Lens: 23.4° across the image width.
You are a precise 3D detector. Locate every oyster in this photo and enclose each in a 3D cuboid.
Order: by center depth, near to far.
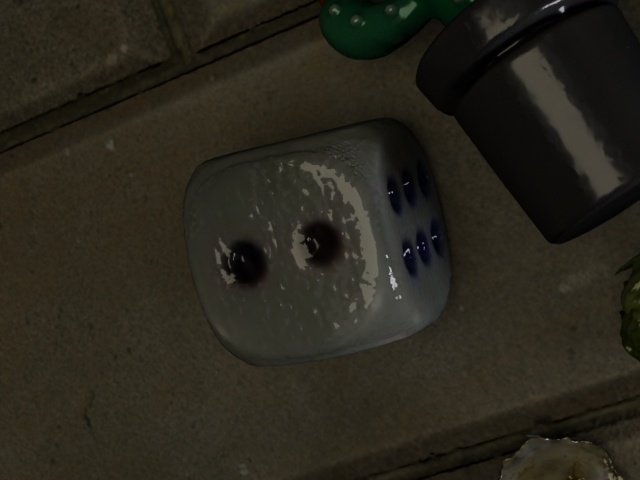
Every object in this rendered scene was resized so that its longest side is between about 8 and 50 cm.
[{"bbox_3d":[0.179,0.278,1.423,0.233,0.107,0.161,-32,82,3],"label":"oyster"}]

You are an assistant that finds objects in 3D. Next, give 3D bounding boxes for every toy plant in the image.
[{"bbox_3d":[0.143,-0.193,1.311,0.279,0.185,0.400,-41,75,41],"label":"toy plant"}]

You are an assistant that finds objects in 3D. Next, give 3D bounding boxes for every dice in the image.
[{"bbox_3d":[0.000,0.000,1.382,0.192,0.193,0.194,-10,93,22],"label":"dice"}]

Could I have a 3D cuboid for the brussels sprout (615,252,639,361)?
[{"bbox_3d":[0.337,0.051,1.322,0.181,0.100,0.139,-23,100,20],"label":"brussels sprout"}]
